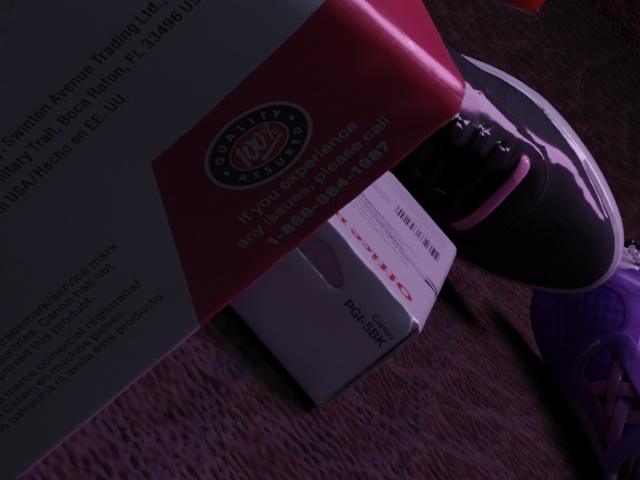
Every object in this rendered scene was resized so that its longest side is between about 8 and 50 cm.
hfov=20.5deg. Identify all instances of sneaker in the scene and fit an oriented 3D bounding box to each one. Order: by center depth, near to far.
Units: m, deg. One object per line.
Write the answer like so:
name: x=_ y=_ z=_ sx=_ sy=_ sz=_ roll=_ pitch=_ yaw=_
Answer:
sneaker: x=0.036 y=-0.054 z=0.888 sx=0.295 sy=0.104 sz=0.147 roll=41 pitch=20 yaw=-10
sneaker: x=0.181 y=0.105 z=0.942 sx=0.104 sy=0.095 sz=0.236 roll=10 pitch=44 yaw=-54

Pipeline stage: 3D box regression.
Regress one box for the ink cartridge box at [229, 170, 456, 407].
ink cartridge box: x=0.000 y=0.000 z=0.745 sx=0.099 sy=0.056 sz=0.135 roll=50 pitch=16 yaw=-2

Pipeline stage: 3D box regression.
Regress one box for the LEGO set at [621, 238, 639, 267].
LEGO set: x=0.153 y=-0.006 z=1.204 sx=0.244 sy=0.060 sz=0.182 roll=45 pitch=22 yaw=5

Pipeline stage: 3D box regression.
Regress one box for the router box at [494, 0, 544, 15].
router box: x=-0.100 y=-0.215 z=0.624 sx=0.301 sy=0.082 sz=0.335 roll=12 pitch=22 yaw=-43

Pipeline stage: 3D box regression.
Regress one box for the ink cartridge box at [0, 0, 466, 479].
ink cartridge box: x=-0.111 y=-0.062 z=0.392 sx=0.237 sy=0.172 sz=0.100 roll=35 pitch=23 yaw=-42
